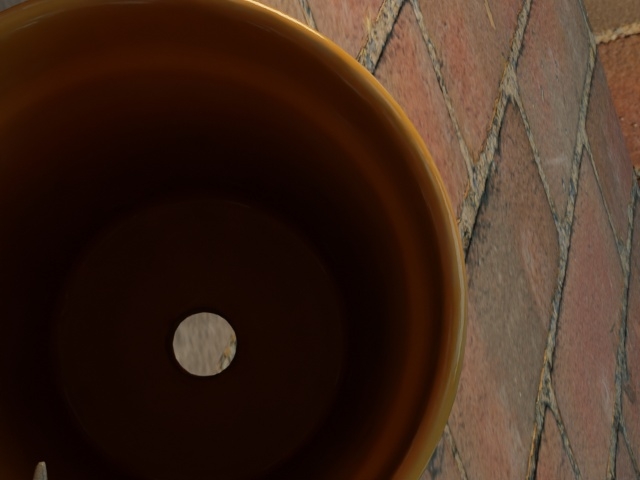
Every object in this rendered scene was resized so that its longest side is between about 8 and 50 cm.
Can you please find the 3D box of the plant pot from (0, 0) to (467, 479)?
[{"bbox_3d":[-0.052,0.030,0.665,0.188,0.205,0.205,61,17,-83],"label":"plant pot"}]

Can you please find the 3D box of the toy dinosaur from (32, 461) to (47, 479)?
[{"bbox_3d":[-0.139,0.182,0.433,0.160,0.121,0.313,64,22,-1],"label":"toy dinosaur"}]
